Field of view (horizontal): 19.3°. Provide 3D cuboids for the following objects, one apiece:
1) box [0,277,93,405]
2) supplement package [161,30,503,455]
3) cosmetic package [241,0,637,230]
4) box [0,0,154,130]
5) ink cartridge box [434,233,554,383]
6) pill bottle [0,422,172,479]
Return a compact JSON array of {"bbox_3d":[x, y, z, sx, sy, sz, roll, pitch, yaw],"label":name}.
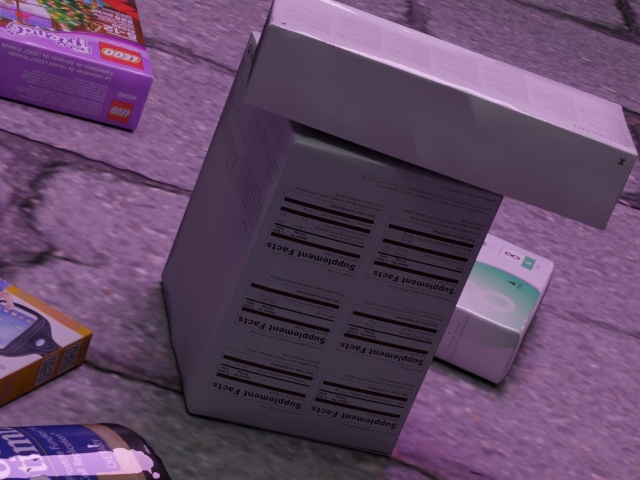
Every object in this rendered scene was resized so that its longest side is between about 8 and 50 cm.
[{"bbox_3d":[-0.211,0.066,1.170,0.081,0.028,0.136,28,21,16],"label":"box"},{"bbox_3d":[0.000,0.000,1.275,0.149,0.203,0.194,15,24,-17],"label":"supplement package"},{"bbox_3d":[0.074,-0.084,1.183,0.239,0.060,0.099,19,20,-5],"label":"cosmetic package"},{"bbox_3d":[-0.299,-0.194,1.649,0.293,0.057,0.201,14,24,-17],"label":"box"},{"bbox_3d":[0.064,0.019,1.491,0.224,0.056,0.181,26,22,6],"label":"ink cartridge box"},{"bbox_3d":[-0.184,0.149,0.871,0.219,0.123,0.123,1,29,-37],"label":"pill bottle"}]
